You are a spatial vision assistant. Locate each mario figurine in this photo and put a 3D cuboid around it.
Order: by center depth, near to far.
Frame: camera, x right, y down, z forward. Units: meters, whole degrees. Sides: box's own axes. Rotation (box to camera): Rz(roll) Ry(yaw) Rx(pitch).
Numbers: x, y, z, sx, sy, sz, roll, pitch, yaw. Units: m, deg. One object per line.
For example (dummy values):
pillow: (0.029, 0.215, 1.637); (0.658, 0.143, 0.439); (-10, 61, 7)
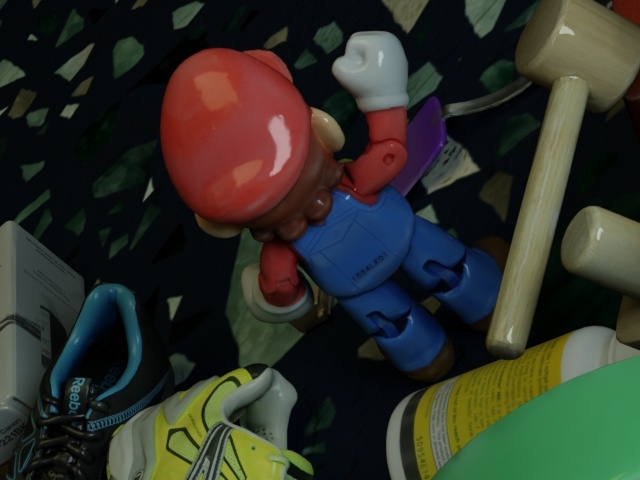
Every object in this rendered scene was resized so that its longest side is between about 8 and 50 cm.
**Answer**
mario figurine: (0.007, -0.041, 1.388); (0.170, 0.320, 0.198); (10, 64, 53)

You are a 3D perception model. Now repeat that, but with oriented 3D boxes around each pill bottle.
pill bottle: (0.157, 0.126, 1.225); (0.208, 0.119, 0.119); (-25, 40, 34)

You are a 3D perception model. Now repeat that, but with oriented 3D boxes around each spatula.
spatula: (0.156, -0.131, 1.574); (0.296, 0.030, 0.084); (-36, 32, 21)

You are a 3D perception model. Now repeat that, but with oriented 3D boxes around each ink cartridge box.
ink cartridge box: (-0.330, 0.143, 1.796); (0.197, 0.114, 0.273); (-37, 33, 18)

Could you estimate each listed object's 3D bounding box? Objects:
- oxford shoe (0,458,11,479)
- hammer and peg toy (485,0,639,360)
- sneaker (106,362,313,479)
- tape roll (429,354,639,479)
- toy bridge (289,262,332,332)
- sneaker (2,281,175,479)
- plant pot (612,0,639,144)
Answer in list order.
oxford shoe: (-0.322, 0.277, 1.651); (0.227, 0.096, 0.083); (-46, 72, 12)
hammer and peg toy: (0.218, -0.063, 0.928); (0.361, 0.127, 0.266); (-25, 47, 66)
sneaker: (-0.069, 0.226, 1.372); (0.147, 0.145, 0.385); (-40, 35, 15)
tape roll: (0.187, 0.196, 0.927); (0.321, 0.321, 0.077); (-38, 34, 18)
toy bridge: (0.000, 0.000, 1.630); (0.063, 0.026, 0.188); (-31, 37, 25)
sneaker: (-0.218, 0.189, 1.550); (0.125, 0.140, 0.341); (8, 52, 9)
plant pot: (0.322, -0.115, 1.168); (0.267, 0.236, 0.267); (-29, 38, 29)
